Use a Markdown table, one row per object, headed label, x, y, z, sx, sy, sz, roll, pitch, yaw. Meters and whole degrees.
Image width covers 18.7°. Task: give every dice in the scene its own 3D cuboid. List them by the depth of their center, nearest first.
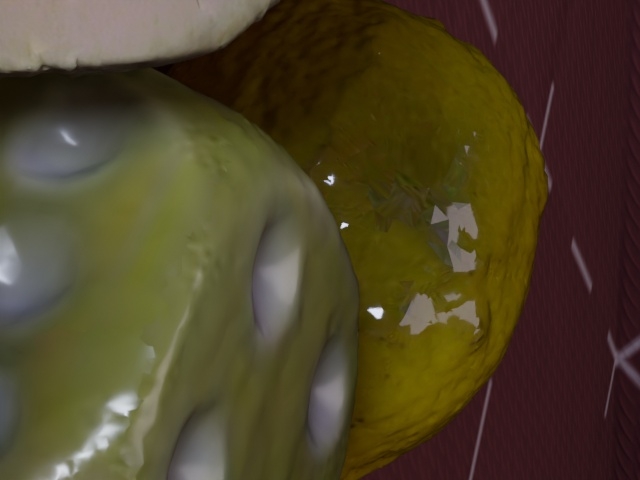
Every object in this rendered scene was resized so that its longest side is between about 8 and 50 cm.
| label | x | y | z | sx | sy | sz | roll | pitch | yaw |
| --- | --- | --- | --- | --- | --- | --- | --- | --- | --- |
| dice | -0.125 | 0.067 | 0.878 | 0.233 | 0.227 | 0.238 | 61 | 41 | -57 |

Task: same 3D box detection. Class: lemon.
| label | x | y | z | sx | sy | sz | roll | pitch | yaw |
| --- | --- | --- | --- | --- | --- | --- | --- | --- | --- |
| lemon | 0.000 | 0.000 | 1.168 | 0.268 | 0.268 | 0.321 | 60 | 41 | -60 |

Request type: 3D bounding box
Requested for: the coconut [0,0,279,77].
| label | x | y | z | sx | sy | sz | roll | pitch | yaw |
| --- | --- | --- | --- | --- | --- | --- | --- | --- | --- |
| coconut | -0.122 | -0.243 | 0.718 | 0.297 | 0.297 | 0.309 | -63 | 154 | -45 |
